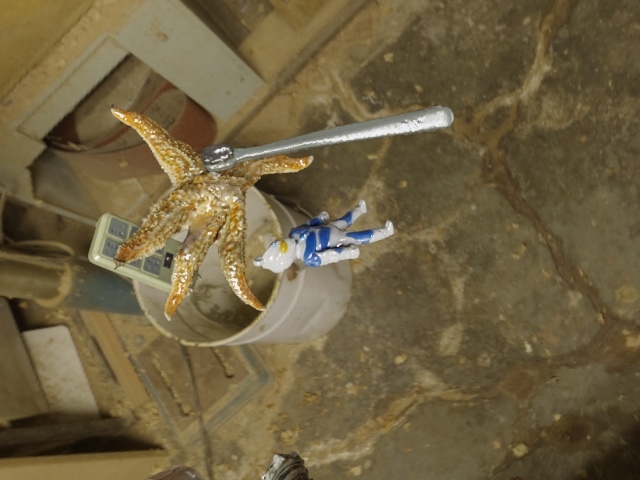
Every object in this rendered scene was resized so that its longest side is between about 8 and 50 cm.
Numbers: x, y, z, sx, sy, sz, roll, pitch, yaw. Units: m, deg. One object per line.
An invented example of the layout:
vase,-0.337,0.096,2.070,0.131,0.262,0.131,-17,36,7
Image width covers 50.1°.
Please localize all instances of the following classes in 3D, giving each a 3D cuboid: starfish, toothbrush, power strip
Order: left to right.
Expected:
power strip,-0.233,0.024,0.946,0.028,0.168,0.076,-25,50,44
starfish,-0.175,-0.039,0.935,0.301,0.084,0.294,17,61,-14
toothbrush,0.008,-0.119,0.786,0.297,0.030,0.030,-10,77,1

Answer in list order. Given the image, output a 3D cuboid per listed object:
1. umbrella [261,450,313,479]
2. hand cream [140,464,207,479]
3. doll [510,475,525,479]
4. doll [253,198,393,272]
umbrella,-0.020,0.526,1.258,0.113,0.106,0.357,-57,24,4
hand cream,-0.166,0.224,0.458,0.111,0.312,0.070,-13,83,18
doll,0.340,0.522,1.189,0.156,0.303,0.201,36,105,17
doll,0.000,0.000,1.084,0.227,0.057,0.114,-24,47,-21
